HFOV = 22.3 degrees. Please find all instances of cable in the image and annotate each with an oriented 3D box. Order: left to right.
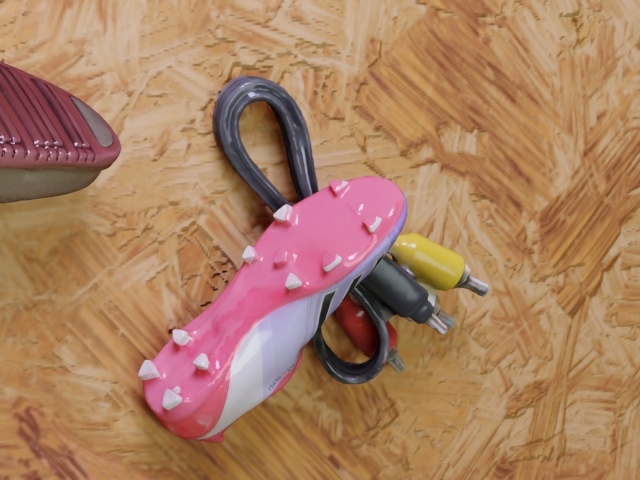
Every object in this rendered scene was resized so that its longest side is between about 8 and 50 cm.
[{"bbox_3d":[0.000,0.000,1.260,0.139,0.072,0.287,-45,110,3],"label":"cable"}]

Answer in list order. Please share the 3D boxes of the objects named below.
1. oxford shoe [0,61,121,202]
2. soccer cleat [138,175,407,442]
[{"bbox_3d":[-0.296,-0.048,1.025,0.348,0.123,0.130,1,127,-34],"label":"oxford shoe"},{"bbox_3d":[-0.027,0.052,1.204,0.248,0.083,0.095,-44,143,1],"label":"soccer cleat"}]
